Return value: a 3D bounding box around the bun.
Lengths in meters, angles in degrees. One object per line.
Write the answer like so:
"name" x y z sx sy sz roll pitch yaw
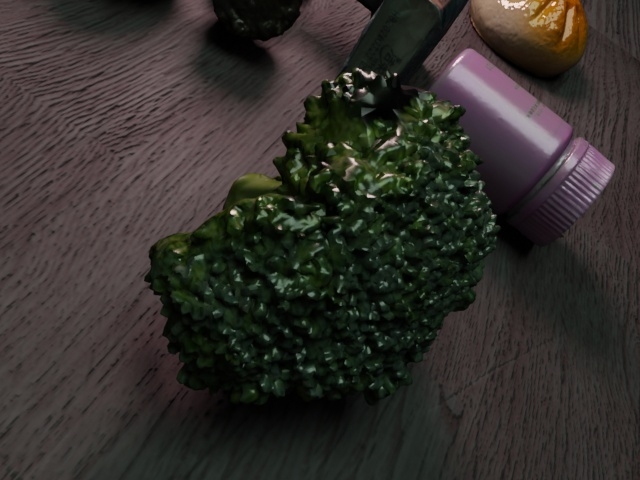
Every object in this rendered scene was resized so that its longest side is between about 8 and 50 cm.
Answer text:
"bun" 0.502 -0.530 1.460 0.299 0.165 0.299 18 46 -20

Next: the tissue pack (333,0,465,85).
"tissue pack" 0.156 -0.360 1.051 0.103 0.228 0.315 36 44 0

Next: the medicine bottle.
"medicine bottle" 0.285 -0.143 0.983 0.291 0.178 0.178 39 43 3

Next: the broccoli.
"broccoli" 0.023 0.000 0.633 0.277 0.338 0.317 49 13 -27

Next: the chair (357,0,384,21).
"chair" 0.079 -0.497 1.075 0.188 0.272 0.166 40 87 6

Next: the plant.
"plant" -0.096 -0.423 1.013 0.149 0.146 0.274 14 38 -10
